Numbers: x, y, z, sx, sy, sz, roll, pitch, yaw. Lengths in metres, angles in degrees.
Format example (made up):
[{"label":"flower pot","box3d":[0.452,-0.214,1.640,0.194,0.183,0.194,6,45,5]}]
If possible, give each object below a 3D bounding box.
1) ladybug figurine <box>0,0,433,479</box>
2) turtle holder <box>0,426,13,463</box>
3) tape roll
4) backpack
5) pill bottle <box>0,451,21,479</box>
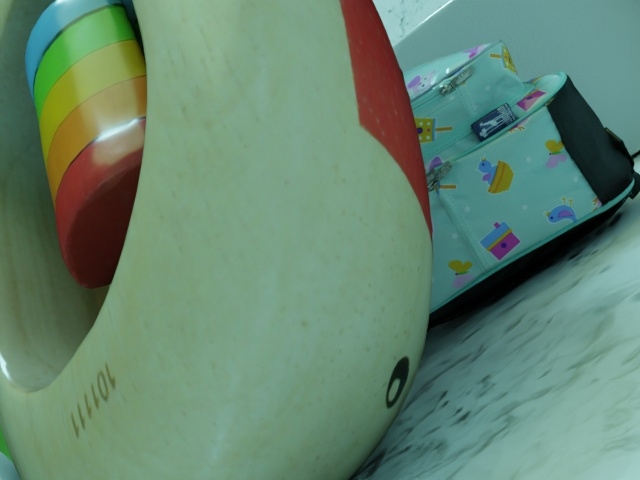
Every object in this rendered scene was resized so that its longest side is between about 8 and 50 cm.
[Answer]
[{"label":"ladybug figurine","box3d":[-0.069,-0.048,0.537,0.162,0.449,0.305,10,-46,-33]},{"label":"turtle holder","box3d":[-0.280,0.146,0.734,0.243,0.227,0.320,-26,18,38]},{"label":"tape roll","box3d":[0.179,-0.137,0.848,0.246,0.169,0.246,-35,2,1]},{"label":"backpack","box3d":[0.070,-0.028,0.629,0.188,0.144,0.166,-40,8,5]},{"label":"pill bottle","box3d":[-0.213,0.190,0.465,0.208,0.117,0.117,-36,3,-12]}]
